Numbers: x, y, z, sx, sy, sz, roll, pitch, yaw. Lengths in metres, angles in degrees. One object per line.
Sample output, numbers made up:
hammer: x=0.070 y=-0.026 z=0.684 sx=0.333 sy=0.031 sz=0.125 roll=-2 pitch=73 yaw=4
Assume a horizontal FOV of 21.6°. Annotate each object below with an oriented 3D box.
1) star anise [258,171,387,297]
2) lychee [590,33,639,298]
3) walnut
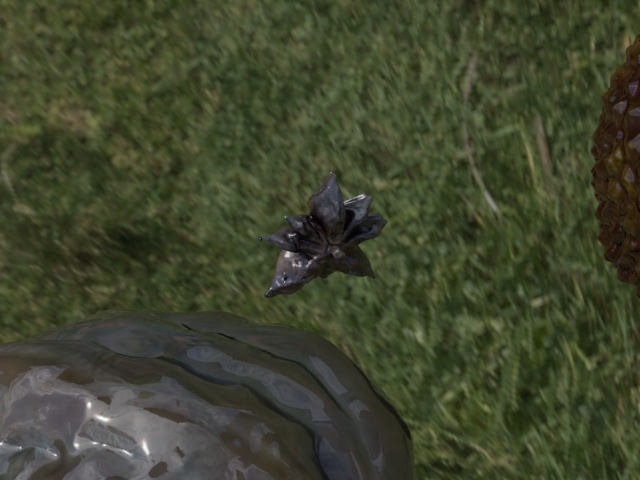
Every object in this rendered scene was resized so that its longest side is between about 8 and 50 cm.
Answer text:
star anise: x=0.005 y=-0.009 z=1.483 sx=0.124 sy=0.129 sz=0.056 roll=-10 pitch=41 yaw=-22
lychee: x=0.288 y=-0.053 z=1.120 sx=0.236 sy=0.271 sz=0.236 roll=13 pitch=52 yaw=-17
walnut: x=-0.068 y=0.121 z=0.619 sx=0.224 sy=0.224 sz=0.224 roll=-4 pitch=72 yaw=13
